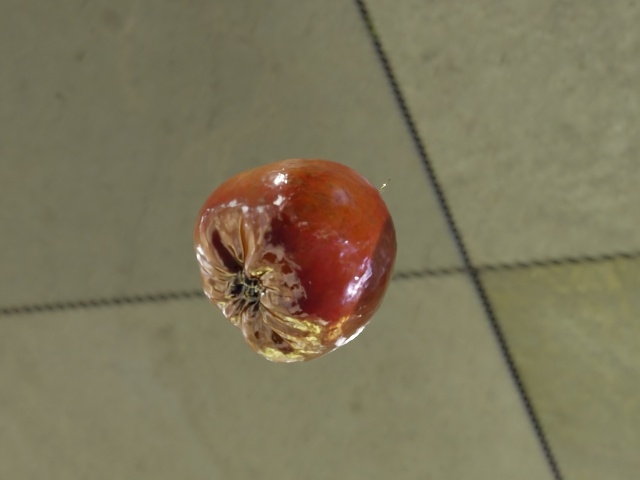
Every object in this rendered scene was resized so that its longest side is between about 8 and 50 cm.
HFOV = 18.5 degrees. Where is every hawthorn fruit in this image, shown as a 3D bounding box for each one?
[{"bbox_3d":[-0.006,0.010,1.181,0.140,0.125,0.125,3,144,-29],"label":"hawthorn fruit"}]
